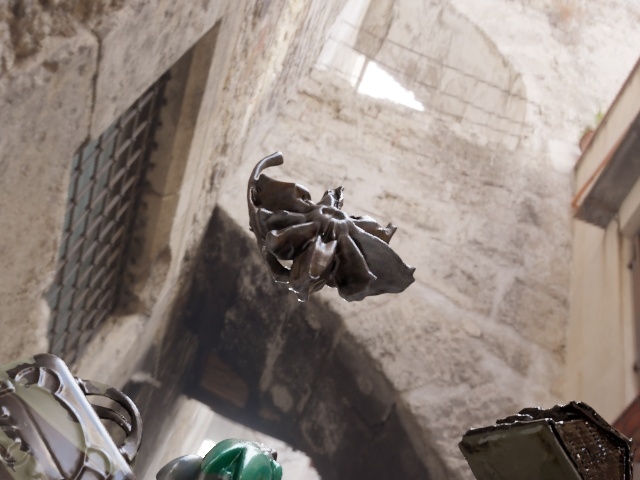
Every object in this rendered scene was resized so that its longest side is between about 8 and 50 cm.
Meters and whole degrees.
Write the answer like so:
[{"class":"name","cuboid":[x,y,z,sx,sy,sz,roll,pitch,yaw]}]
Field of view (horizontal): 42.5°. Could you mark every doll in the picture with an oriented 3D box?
[{"class":"doll","cuboid":[-0.120,0.383,1.263,0.195,0.153,0.258,14,-3,37]}]

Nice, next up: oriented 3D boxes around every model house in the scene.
[{"class":"model house","cuboid":[0.541,0.522,1.880,0.317,0.282,0.297,-25,-106,39]}]

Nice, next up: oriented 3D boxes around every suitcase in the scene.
[{"class":"suitcase","cuboid":[-0.458,0.364,1.358,0.351,0.339,0.194,48,-45,26]}]

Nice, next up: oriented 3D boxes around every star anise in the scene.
[{"class":"star anise","cuboid":[0.000,0.000,1.320,0.315,0.359,0.139,31,-60,-2]}]
